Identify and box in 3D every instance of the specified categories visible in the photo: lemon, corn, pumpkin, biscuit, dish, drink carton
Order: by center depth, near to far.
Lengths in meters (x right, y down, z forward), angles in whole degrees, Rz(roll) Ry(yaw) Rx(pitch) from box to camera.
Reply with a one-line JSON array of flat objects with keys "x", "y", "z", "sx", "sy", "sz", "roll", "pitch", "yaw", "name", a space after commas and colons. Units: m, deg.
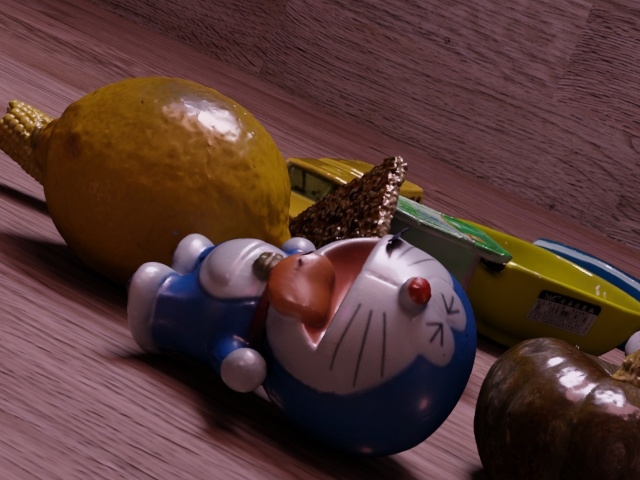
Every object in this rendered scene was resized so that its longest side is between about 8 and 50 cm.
[{"x": 0.225, "y": 0.149, "z": 1.084, "sx": 0.219, "sy": 0.162, "sz": 0.219, "roll": 24, "pitch": 5, "yaw": -2, "name": "pumpkin"}, {"x": -0.135, "y": -0.044, "z": 1.238, "sx": 0.257, "sy": 0.188, "sz": 0.188, "roll": 25, "pitch": 10, "yaw": 3, "name": "lemon"}, {"x": -0.006, "y": 0.010, "z": 1.364, "sx": 0.026, "sy": 0.131, "sz": 0.237, "roll": 35, "pitch": -37, "yaw": -20, "name": "biscuit"}, {"x": -0.231, "y": -0.064, "z": 1.402, "sx": 0.206, "sy": 0.067, "sz": 0.067, "roll": 35, "pitch": 10, "yaw": 0, "name": "corn"}, {"x": 0.084, "y": 0.038, "z": 1.407, "sx": 0.144, "sy": 0.142, "sz": 0.146, "roll": 23, "pitch": 10, "yaw": -12, "name": "drink carton"}, {"x": 0.246, "y": 0.073, "z": 1.682, "sx": 0.262, "sy": 0.108, "sz": 0.221, "roll": 20, "pitch": 10, "yaw": -24, "name": "dish"}]

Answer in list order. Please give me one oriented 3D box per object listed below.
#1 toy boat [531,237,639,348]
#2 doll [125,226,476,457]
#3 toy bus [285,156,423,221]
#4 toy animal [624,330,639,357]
[{"x": 0.406, "y": 0.094, "z": 1.988, "sx": 0.299, "sy": 0.096, "sz": 0.062, "roll": 30, "pitch": 22, "yaw": 26, "name": "toy boat"}, {"x": -0.010, "y": 0.056, "z": 1.060, "sx": 0.257, "sy": 0.161, "sz": 0.215, "roll": 14, "pitch": 35, "yaw": 18, "name": "doll"}, {"x": 0.017, "y": -0.030, "z": 1.675, "sx": 0.121, "sy": 0.123, "sz": 0.335, "roll": 27, "pitch": 10, "yaw": 18, "name": "toy bus"}, {"x": 0.524, "y": 0.144, "z": 1.757, "sx": 0.272, "sy": 0.206, "sz": 0.265, "roll": 6, "pitch": -11, "yaw": 25, "name": "toy animal"}]
